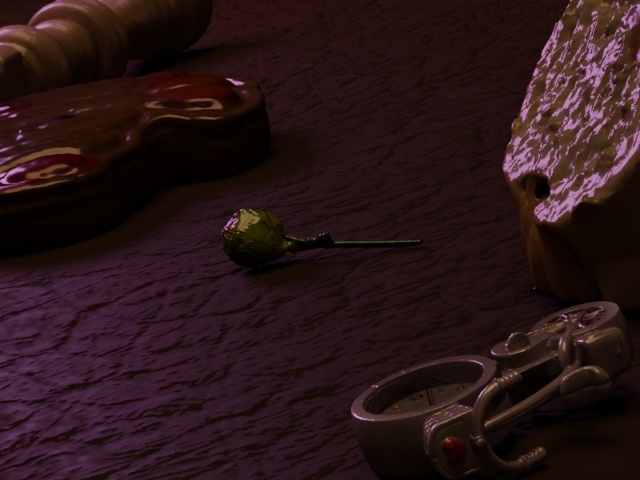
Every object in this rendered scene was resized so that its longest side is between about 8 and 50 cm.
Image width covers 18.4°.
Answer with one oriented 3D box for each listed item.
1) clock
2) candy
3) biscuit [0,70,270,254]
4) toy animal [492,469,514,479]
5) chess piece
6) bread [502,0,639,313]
[{"bbox_3d":[0.078,0.062,0.823,0.129,0.041,0.087,-23,13,-17],"label":"clock"},{"bbox_3d":[0.000,0.000,1.158,0.123,0.035,0.035,3,62,18],"label":"candy"},{"bbox_3d":[-0.215,-0.063,1.505,0.359,0.074,0.381,-17,12,-11],"label":"biscuit"},{"bbox_3d":[-0.014,0.143,0.545,0.176,0.073,0.217,-24,8,14],"label":"toy animal"},{"bbox_3d":[-0.237,-0.184,1.883,0.117,0.117,0.397,-5,18,25],"label":"chess piece"},{"bbox_3d":[0.209,-0.032,1.006,0.211,0.224,0.183,-52,17,12],"label":"bread"}]
